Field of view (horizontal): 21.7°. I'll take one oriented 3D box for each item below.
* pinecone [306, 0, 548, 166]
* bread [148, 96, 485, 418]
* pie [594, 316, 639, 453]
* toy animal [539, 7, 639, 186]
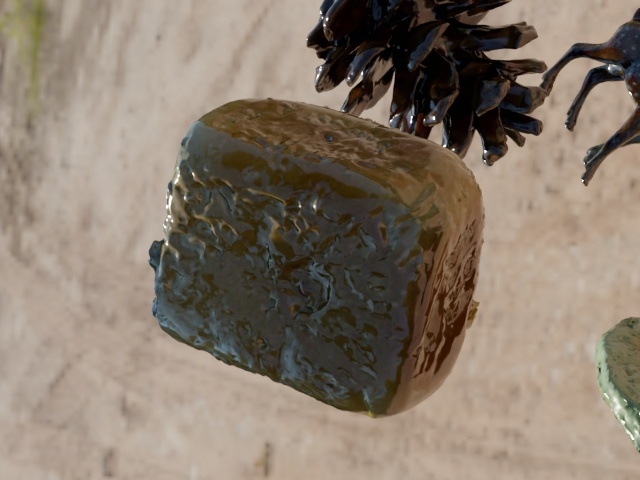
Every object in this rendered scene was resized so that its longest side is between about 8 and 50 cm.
[{"bbox_3d":[0.115,-0.210,1.810,0.309,0.244,0.244,42,140,13],"label":"pinecone"},{"bbox_3d":[0.000,0.000,1.243,0.176,0.246,0.196,-30,-45,-59],"label":"bread"},{"bbox_3d":[0.302,0.156,1.317,0.054,0.240,0.240,-43,38,20],"label":"pie"},{"bbox_3d":[0.388,-0.157,1.826,0.260,0.087,0.244,-30,72,19],"label":"toy animal"}]
